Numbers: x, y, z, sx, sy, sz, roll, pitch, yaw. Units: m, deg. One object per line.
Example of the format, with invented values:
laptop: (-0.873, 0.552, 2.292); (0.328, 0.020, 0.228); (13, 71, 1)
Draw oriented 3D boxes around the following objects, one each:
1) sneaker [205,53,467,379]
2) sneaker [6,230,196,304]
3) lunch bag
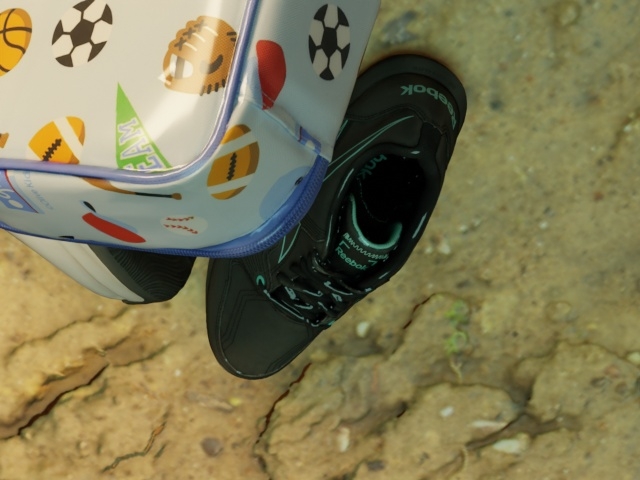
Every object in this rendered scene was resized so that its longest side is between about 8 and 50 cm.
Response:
sneaker: (0.000, 0.000, 1.114); (0.101, 0.106, 0.267); (25, 120, -15)
sneaker: (-0.273, -0.116, 1.046); (0.258, 0.169, 0.447); (-16, 127, 31)
lunch bag: (-0.087, -0.148, 0.870); (0.243, 0.303, 0.115); (5, 161, 34)
